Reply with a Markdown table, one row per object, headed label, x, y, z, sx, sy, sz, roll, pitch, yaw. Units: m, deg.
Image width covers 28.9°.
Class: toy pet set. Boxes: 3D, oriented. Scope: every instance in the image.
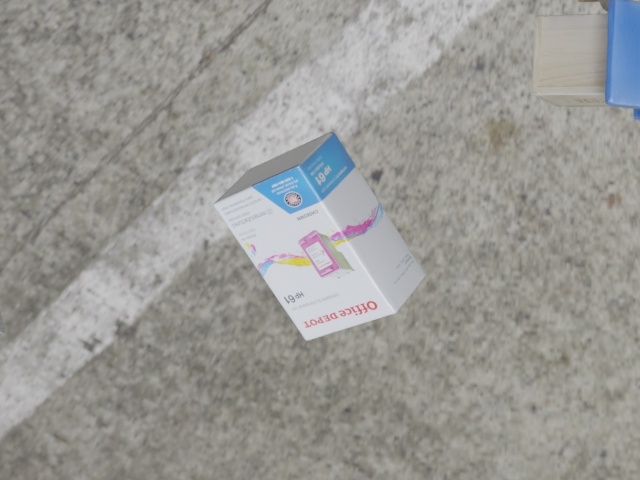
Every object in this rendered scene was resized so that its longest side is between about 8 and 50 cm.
| label | x | y | z | sx | sy | sz | roll | pitch | yaw |
| --- | --- | --- | --- | --- | --- | --- | --- | --- | --- |
| toy pet set | 0.124 | -0.111 | 0.515 | 0.065 | 0.122 | 0.114 | 3 | 89 | 28 |

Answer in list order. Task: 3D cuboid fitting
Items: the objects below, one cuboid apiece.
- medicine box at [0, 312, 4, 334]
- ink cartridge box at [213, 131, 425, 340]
| label | x | y | z | sx | sy | sz | roll | pitch | yaw |
| --- | --- | --- | --- | --- | --- | --- | --- | --- | --- |
| medicine box | -0.388 | 0.008 | 0.786 | 0.289 | 0.263 | 0.149 | -15 | 74 | 0 |
| ink cartridge box | 0.000 | 0.000 | 0.853 | 0.088 | 0.052 | 0.122 | -21 | 110 | 41 |
